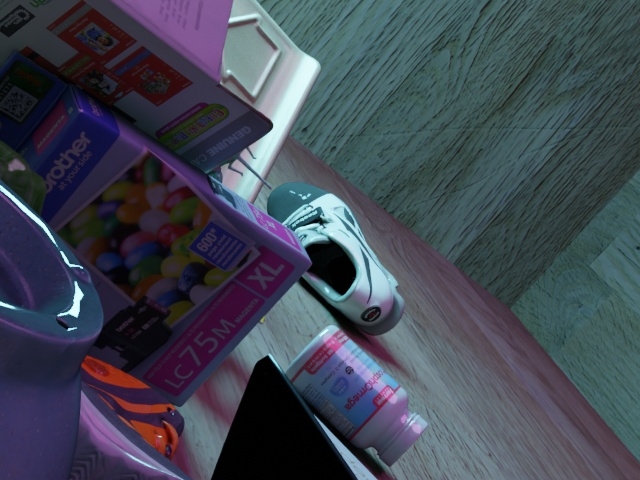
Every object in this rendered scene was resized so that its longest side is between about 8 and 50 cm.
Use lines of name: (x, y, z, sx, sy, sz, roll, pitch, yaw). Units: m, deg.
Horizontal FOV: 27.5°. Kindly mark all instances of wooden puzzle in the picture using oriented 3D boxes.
wooden puzzle: (-0.184, -0.236, 1.680, 0.348, 0.080, 0.322, 43, 47, -21)

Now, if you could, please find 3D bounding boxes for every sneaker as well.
sneaker: (-0.104, 0.167, 0.813, 0.321, 0.124, 0.180, 48, 5, 10)
sneaker: (0.000, 0.000, 2.047, 0.330, 0.122, 0.146, 48, 9, 37)

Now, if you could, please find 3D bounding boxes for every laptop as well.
laptop: (0.028, 0.242, 0.832, 0.264, 0.136, 0.234, 48, 2, -45)

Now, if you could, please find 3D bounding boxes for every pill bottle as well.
pill bottle: (0.042, 0.178, 1.486, 0.160, 0.087, 0.087, 42, 9, 7)

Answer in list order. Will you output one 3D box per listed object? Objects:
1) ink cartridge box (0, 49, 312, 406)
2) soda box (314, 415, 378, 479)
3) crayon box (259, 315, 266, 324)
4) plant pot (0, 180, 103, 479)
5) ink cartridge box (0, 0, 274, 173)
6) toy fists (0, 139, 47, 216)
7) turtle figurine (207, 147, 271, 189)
ink cartridge box: (-0.178, 0.001, 1.083, 0.311, 0.186, 0.065, 35, 13, -32)
soda box: (0.026, 0.245, 1.160, 0.216, 0.069, 0.074, 45, 10, 16)
crayon box: (-0.198, -0.010, 1.384, 0.323, 0.083, 0.203, 40, 9, -4)
plant pot: (-0.225, 0.055, 0.599, 0.293, 0.196, 0.293, 40, 10, -8)
ink cartridge box: (-0.231, -0.143, 1.113, 0.272, 0.309, 0.130, 37, 41, -34)
toy fists: (-0.295, -0.030, 0.880, 0.096, 0.142, 0.279, 46, 10, 27)
turtle figurine: (-0.152, -0.051, 1.538, 0.234, 0.175, 0.118, 29, 12, 0)
